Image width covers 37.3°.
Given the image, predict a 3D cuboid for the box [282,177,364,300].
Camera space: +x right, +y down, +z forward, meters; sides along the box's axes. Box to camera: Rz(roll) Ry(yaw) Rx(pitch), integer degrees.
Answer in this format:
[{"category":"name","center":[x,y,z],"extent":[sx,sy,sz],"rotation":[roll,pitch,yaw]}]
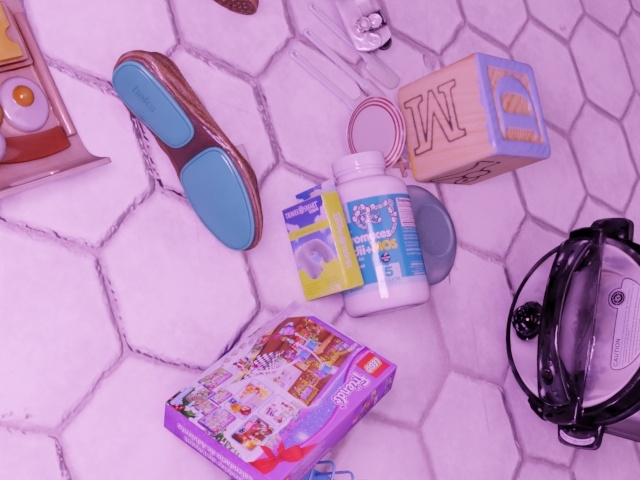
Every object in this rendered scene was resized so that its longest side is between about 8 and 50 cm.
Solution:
[{"category":"box","center":[0.000,0.000,1.529],"extent":[0.042,0.109,0.178],"rotation":[-12,84,-42]}]

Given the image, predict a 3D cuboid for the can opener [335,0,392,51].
[{"category":"can opener","center":[0.047,-0.477,1.763],"extent":[0.074,0.093,0.280],"rotation":[-25,94,1]}]

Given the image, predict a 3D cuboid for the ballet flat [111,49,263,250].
[{"category":"ballet flat","center":[-0.181,-0.146,1.433],"extent":[0.342,0.116,0.124],"rotation":[53,29,-11]}]

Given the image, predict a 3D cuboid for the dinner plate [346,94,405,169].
[{"category":"dinner plate","center":[0.098,-0.194,1.723],"extent":[0.141,0.017,0.141],"rotation":[-5,99,-35]}]

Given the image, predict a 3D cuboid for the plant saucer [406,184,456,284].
[{"category":"plant saucer","center":[0.199,-0.015,1.762],"extent":[0.195,0.037,0.195],"rotation":[14,68,-39]}]

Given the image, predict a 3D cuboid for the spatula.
[{"category":"spatula","center":[0.050,-0.314,1.738],"extent":[0.242,0.019,0.168],"rotation":[38,55,-27]}]

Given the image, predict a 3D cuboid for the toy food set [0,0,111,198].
[{"category":"toy food set","center":[-0.425,-0.209,1.229],"extent":[0.219,0.092,0.306],"rotation":[-26,95,-43]}]

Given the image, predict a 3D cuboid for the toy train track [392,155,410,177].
[{"category":"toy train track","center":[0.151,-0.160,1.781],"extent":[0.048,0.014,0.083],"rotation":[-10,83,-43]}]

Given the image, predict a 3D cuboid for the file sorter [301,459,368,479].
[{"category":"file sorter","center":[-0.022,0.378,1.390],"extent":[0.170,0.104,0.118],"rotation":[34,56,-29]}]

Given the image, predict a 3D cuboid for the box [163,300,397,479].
[{"category":"box","center":[-0.053,0.224,1.365],"extent":[0.201,0.057,0.293],"rotation":[31,43,24]}]

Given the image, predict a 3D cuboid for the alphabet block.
[{"category":"alphabet block","center":[0.290,-0.223,1.797],"extent":[0.192,0.197,0.194],"rotation":[2,75,-45]}]

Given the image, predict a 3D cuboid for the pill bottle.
[{"category":"pill bottle","center":[0.088,-0.011,1.587],"extent":[0.146,0.146,0.264],"rotation":[-4,78,-42]}]

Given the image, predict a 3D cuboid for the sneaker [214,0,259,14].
[{"category":"sneaker","center":[-0.175,-0.451,1.548],"extent":[0.192,0.064,0.086],"rotation":[24,66,-31]}]

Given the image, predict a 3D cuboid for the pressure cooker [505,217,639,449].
[{"category":"pressure cooker","center":[0.562,0.192,1.800],"extent":[0.420,0.375,0.370],"rotation":[21,32,-35]}]
